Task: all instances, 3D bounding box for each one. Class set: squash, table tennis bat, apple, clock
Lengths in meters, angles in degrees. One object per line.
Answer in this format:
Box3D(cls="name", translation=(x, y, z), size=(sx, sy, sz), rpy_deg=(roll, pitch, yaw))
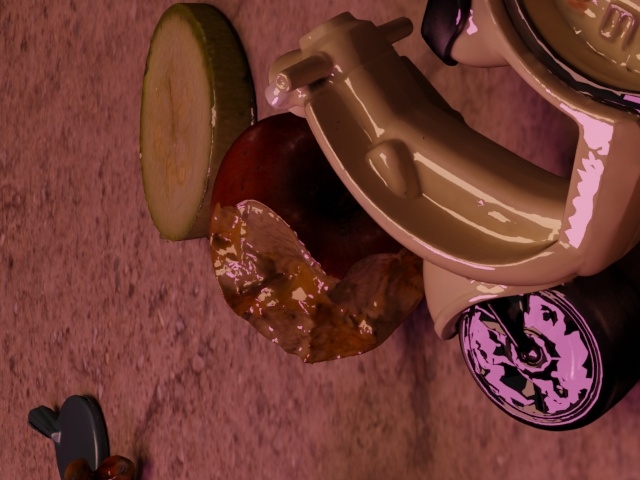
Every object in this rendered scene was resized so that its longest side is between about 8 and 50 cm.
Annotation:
Box3D(cls="squash", translation=(-0.123, -0.106, 1.380), size=(0.219, 0.041, 0.219), rpy_deg=(7, 97, 62))
Box3D(cls="table tennis bat", translation=(-0.289, 0.228, 1.736), size=(0.201, 0.033, 0.124), rpy_deg=(19, 107, 58))
Box3D(cls="apple", translation=(-0.001, -0.004, 1.040), size=(0.158, 0.156, 0.147), rpy_deg=(111, 162, -56))
Box3D(cls="clock", translation=(0.108, -0.098, 0.801), size=(0.276, 0.120, 0.379), rpy_deg=(38, 129, 20))

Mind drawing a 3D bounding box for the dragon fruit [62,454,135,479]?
Box3D(cls="dragon fruit", translation=(-0.250, 0.304, 1.564), size=(0.133, 0.150, 0.207), rpy_deg=(35, 104, 7))
